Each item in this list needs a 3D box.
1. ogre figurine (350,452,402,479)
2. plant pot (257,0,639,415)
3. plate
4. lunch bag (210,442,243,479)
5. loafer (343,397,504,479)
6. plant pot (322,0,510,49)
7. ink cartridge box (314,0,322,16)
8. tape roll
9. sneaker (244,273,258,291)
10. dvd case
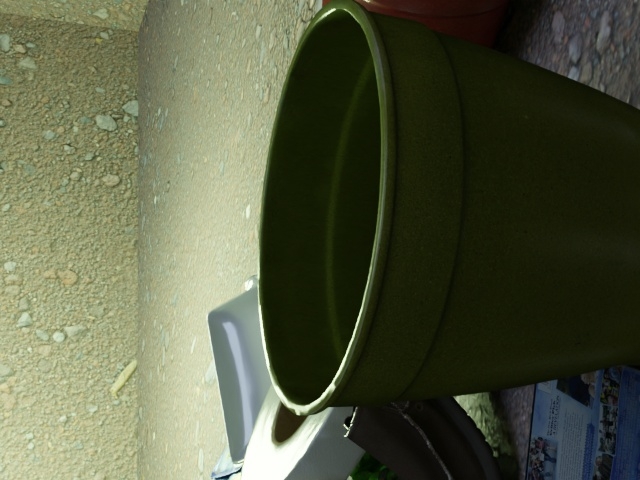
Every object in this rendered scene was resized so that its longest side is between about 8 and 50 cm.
[{"bbox_3d":[0.074,0.280,1.922,0.118,0.097,0.197,-52,51,31],"label":"ogre figurine"},{"bbox_3d":[0.160,-0.016,1.286,0.366,0.353,0.366,-175,90,-73],"label":"plant pot"},{"bbox_3d":[-0.074,0.205,2.335,0.278,0.045,0.277,-31,62,42],"label":"plate"},{"bbox_3d":[-0.115,0.411,2.478,0.221,0.138,0.293,137,148,-65],"label":"lunch bag"},{"bbox_3d":[0.087,0.217,1.644,0.366,0.130,0.134,58,158,18],"label":"loafer"},{"bbox_3d":[0.112,-0.282,1.725,0.272,0.272,0.265,-105,18,-48],"label":"plant pot"},{"bbox_3d":[0.021,-0.364,2.241,0.232,0.066,0.189,102,180,-82],"label":"ink cartridge box"},{"bbox_3d":[0.012,0.203,1.935,0.392,0.072,0.392,-58,11,18],"label":"tape roll"},{"bbox_3d":[-0.089,0.154,2.481,0.268,0.101,0.153,129,137,-62],"label":"sneaker"},{"bbox_3d":[0.273,0.206,1.412,0.253,0.022,0.180,-167,82,-72],"label":"dvd case"}]
